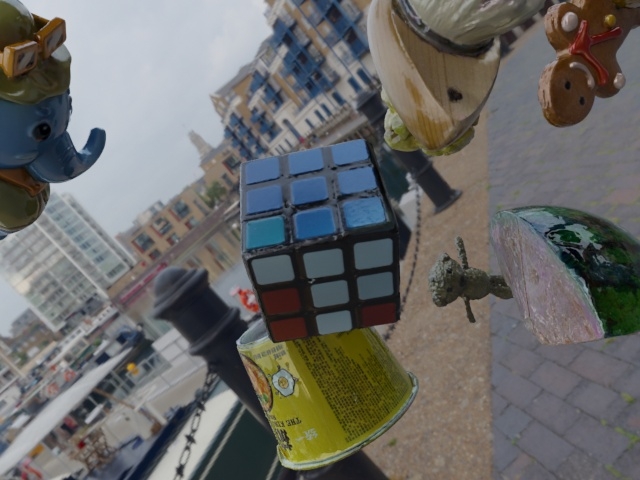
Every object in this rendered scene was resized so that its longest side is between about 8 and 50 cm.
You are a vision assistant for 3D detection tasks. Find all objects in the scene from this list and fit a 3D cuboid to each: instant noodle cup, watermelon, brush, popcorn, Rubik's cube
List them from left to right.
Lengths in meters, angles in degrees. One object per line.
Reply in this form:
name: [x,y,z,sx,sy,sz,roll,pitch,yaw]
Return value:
instant noodle cup: [-0.002,0.252,1.093,0.325,0.254,0.325,-29,5,3]
Rubik's cube: [0.000,0.000,0.631,0.162,0.163,0.161,-9,45,0]
popcorn: [0.222,-0.283,1.141,0.201,0.225,0.203,-66,10,-13]
brush: [0.160,-0.248,0.635,0.166,0.174,0.267,134,140,-60]
watermelon: [0.457,0.040,0.931,0.222,0.292,0.319,-13,-23,1]

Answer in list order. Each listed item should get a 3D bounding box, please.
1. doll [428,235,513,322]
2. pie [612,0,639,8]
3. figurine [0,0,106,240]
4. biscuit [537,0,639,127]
doll: [0.382,0.115,1.343,0.091,0.285,0.203,-2,56,56]
pie: [0.558,-0.421,0.786,0.273,0.069,0.273,-27,6,3]
figurine: [-0.316,-0.118,0.540,0.180,0.154,0.262,-40,-12,-34]
biscuit: [0.461,-0.332,0.916,0.324,0.205,0.049,-57,25,-12]
